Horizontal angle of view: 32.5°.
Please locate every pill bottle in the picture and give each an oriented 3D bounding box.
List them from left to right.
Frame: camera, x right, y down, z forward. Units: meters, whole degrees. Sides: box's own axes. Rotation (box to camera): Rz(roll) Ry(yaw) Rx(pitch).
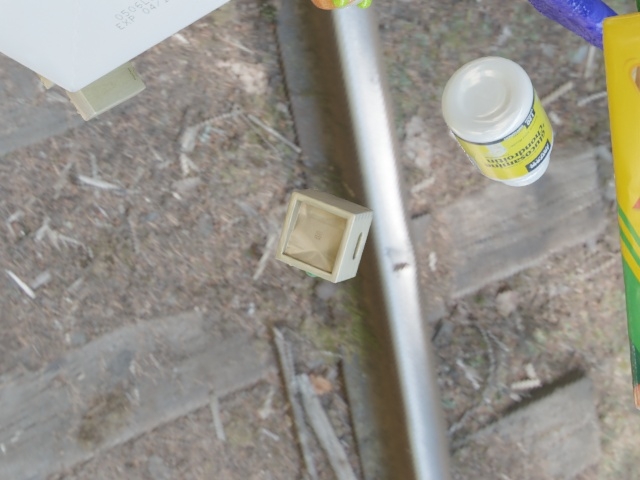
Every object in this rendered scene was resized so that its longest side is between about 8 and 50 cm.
[{"bbox_3d":[0.211,-0.129,1.268,0.103,0.103,0.184,-56,151,-3],"label":"pill bottle"}]

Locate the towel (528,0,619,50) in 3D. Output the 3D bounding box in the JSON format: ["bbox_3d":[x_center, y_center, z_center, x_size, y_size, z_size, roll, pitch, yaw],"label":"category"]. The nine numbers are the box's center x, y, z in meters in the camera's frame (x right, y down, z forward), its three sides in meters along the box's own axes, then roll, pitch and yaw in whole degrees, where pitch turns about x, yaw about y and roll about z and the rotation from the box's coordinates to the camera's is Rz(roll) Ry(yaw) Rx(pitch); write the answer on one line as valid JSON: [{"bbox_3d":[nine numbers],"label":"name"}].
[{"bbox_3d":[0.379,-0.398,1.778,0.308,0.228,0.076,19,116,-48],"label":"towel"}]

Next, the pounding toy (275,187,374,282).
[{"bbox_3d":[0.000,0.000,1.691,0.100,0.130,0.141,-14,123,-62],"label":"pounding toy"}]

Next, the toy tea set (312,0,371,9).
[{"bbox_3d":[0.038,-0.382,1.264,0.336,0.200,0.124,-54,129,-18],"label":"toy tea set"}]

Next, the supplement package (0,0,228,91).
[{"bbox_3d":[-0.161,-0.277,0.664,0.177,0.293,0.175,-26,151,23],"label":"supplement package"}]

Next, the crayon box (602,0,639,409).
[{"bbox_3d":[0.297,-0.050,0.708,0.081,0.202,0.319,-11,95,-56],"label":"crayon box"}]

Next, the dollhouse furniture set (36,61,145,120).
[{"bbox_3d":[-0.348,-0.237,1.535,0.151,0.123,0.144,56,39,-7],"label":"dollhouse furniture set"}]
